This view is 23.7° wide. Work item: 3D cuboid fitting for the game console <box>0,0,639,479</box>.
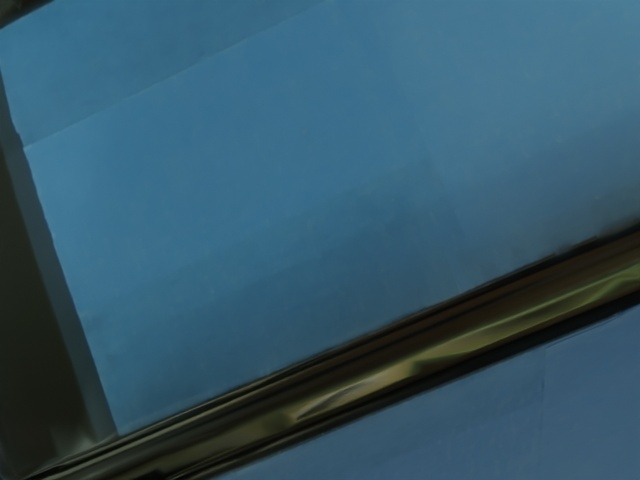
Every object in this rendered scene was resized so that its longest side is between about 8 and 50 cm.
[{"bbox_3d":[0.000,0.000,0.370,0.293,0.173,0.250,-25,-162,18],"label":"game console"}]
